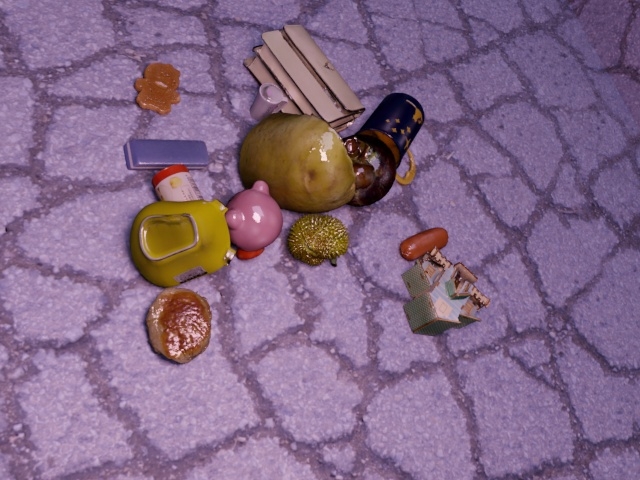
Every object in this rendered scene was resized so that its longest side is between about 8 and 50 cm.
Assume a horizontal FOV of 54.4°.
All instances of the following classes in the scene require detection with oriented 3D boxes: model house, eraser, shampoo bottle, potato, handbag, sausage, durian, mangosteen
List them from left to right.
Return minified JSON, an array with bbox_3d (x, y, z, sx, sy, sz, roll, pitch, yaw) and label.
[{"bbox_3d":[-0.424,-0.238,1.724,0.225,0.036,0.082,-4,68,-31],"label":"eraser"},{"bbox_3d":[-0.339,-0.058,1.636,0.104,0.104,0.278,-22,78,-35],"label":"shampoo bottle"},{"bbox_3d":[-0.065,-0.192,1.721,0.213,0.280,0.330,-39,104,-23],"label":"potato"},{"bbox_3d":[-0.040,-0.509,2.005,0.236,0.160,0.358,-31,83,-44],"label":"handbag"},{"bbox_3d":[0.003,-0.009,1.767,0.198,0.159,0.146,-2,72,-30],"label":"durian"},{"bbox_3d":[0.117,-0.232,1.871,0.231,0.289,0.231,-1,65,2],"label":"mangosteen"},{"bbox_3d":[0.331,0.010,1.996,0.197,0.076,0.076,-19,76,-33],"label":"sausage"},{"bbox_3d":[0.359,0.182,1.865,0.271,0.178,0.206,46,54,-5],"label":"model house"}]

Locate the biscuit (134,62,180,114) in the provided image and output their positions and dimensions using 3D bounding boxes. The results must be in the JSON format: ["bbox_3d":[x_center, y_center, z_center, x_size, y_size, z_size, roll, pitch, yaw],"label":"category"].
[{"bbox_3d":[-0.473,-0.445,1.809,0.133,0.027,0.184,6,62,-26],"label":"biscuit"}]

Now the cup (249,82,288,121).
[{"bbox_3d":[-0.156,-0.422,1.918,0.104,0.116,0.074,0,65,-28],"label":"cup"}]

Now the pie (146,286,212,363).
[{"bbox_3d":[-0.341,0.204,1.521,0.163,0.079,0.193,-3,69,-25],"label":"pie"}]

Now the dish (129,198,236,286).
[{"bbox_3d":[-0.351,-0.005,1.522,0.262,0.108,0.221,-11,83,3],"label":"dish"}]

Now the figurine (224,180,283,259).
[{"bbox_3d":[-0.185,-0.057,1.683,0.173,0.173,0.173,13,60,-23],"label":"figurine"}]

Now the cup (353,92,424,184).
[{"bbox_3d":[0.236,-0.334,2.097,0.178,0.255,0.256,15,47,23],"label":"cup"}]
